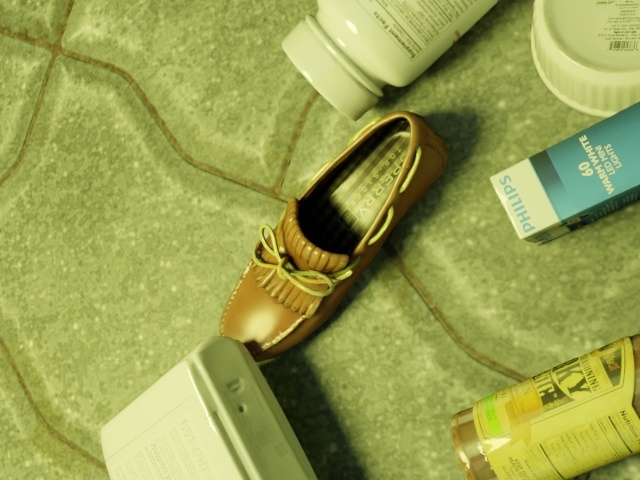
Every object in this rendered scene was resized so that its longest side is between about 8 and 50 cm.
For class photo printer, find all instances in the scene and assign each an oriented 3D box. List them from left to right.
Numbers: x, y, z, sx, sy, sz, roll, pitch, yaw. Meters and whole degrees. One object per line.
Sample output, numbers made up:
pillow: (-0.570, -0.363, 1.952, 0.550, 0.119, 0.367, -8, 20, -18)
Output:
photo printer: (-0.158, 0.297, 0.854, 0.307, 0.107, 0.256, -41, 73, 38)

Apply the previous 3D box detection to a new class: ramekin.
ramekin: (0.325, -0.240, 0.703, 0.207, 0.109, 0.207, -2, 86, 24)

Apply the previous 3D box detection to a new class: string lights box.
string lights box: (0.319, -0.084, 0.681, 0.260, 0.133, 0.076, -27, 76, 20)

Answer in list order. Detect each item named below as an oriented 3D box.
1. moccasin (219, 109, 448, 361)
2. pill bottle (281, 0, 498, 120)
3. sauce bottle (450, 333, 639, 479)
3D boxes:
moccasin: (0.002, 0.002, 0.814, 0.380, 0.147, 0.139, -44, 70, 16)
pill bottle: (0.098, -0.286, 0.783, 0.283, 0.160, 0.160, -42, 71, 17)
sauce bottle: (0.305, 0.164, 0.687, 0.345, 0.111, 0.111, -30, 75, 18)
